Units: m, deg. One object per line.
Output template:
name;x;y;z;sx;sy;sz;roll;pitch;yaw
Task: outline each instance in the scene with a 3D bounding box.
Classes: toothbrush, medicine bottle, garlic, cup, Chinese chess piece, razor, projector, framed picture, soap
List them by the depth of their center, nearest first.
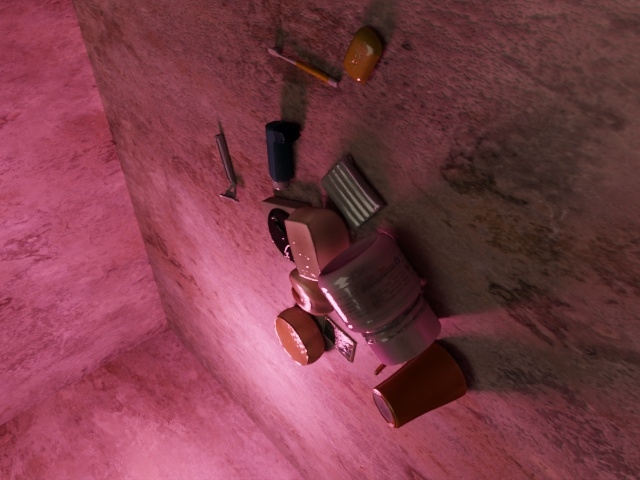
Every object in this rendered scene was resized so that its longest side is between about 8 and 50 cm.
soap;0.102;-0.452;1.248;0.089;0.045;0.140;50;148;10
toothbrush;-0.049;-0.499;1.450;0.288;0.024;0.021;37;145;30
medicine bottle;0.174;0.168;1.461;0.325;0.256;0.256;54;149;-6
cup;0.283;0.420;1.527;0.226;0.263;0.182;50;157;37
medicine bottle;-0.128;-0.283;1.684;0.124;0.079;0.258;37;142;32
projector;-0.105;-0.022;1.866;0.259;0.079;0.257;15;130;48
garlic;-0.036;0.201;1.906;0.227;0.110;0.217;18;143;41
framed picture;0.069;0.393;2.029;0.183;0.011;0.142;40;144;29
razor;-0.383;-0.297;2.073;0.111;0.056;0.278;20;124;44
Chinese chess piece;-0.092;0.409;2.173;0.257;0.104;0.257;40;146;34

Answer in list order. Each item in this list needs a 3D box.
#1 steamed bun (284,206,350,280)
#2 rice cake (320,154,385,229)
steamed bun;0.000;0.000;1.653;0.146;0.164;0.242;14;125;48
rice cake;0.091;-0.144;1.527;0.198;0.037;0.189;57;149;5
